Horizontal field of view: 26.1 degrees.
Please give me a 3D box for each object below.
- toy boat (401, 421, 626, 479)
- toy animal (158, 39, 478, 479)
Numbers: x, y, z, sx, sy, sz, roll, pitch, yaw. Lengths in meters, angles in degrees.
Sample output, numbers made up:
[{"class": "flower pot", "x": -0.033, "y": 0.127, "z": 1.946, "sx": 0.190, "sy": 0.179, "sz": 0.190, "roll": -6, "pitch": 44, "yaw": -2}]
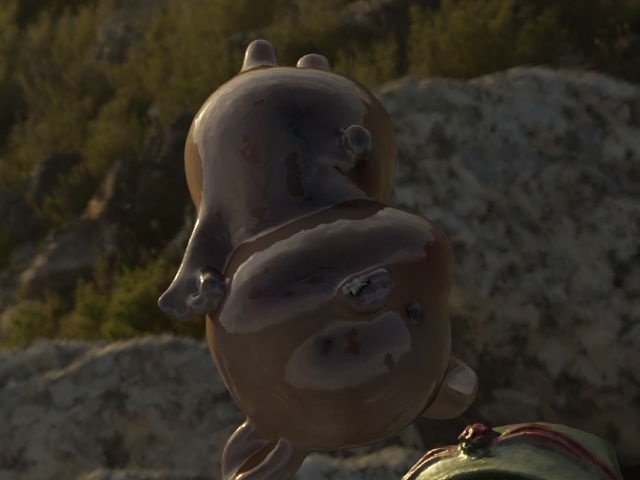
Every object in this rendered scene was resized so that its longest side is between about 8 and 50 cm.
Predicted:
[{"class": "toy boat", "x": 0.093, "y": 0.134, "z": 0.681, "sx": 0.185, "sy": 0.089, "sz": 0.071, "roll": -20, "pitch": 22, "yaw": 32}, {"class": "toy animal", "x": 0.000, "y": 0.002, "z": 0.435, "sx": 0.083, "sy": 0.089, "sz": 0.150, "roll": -13, "pitch": 70, "yaw": 11}]
